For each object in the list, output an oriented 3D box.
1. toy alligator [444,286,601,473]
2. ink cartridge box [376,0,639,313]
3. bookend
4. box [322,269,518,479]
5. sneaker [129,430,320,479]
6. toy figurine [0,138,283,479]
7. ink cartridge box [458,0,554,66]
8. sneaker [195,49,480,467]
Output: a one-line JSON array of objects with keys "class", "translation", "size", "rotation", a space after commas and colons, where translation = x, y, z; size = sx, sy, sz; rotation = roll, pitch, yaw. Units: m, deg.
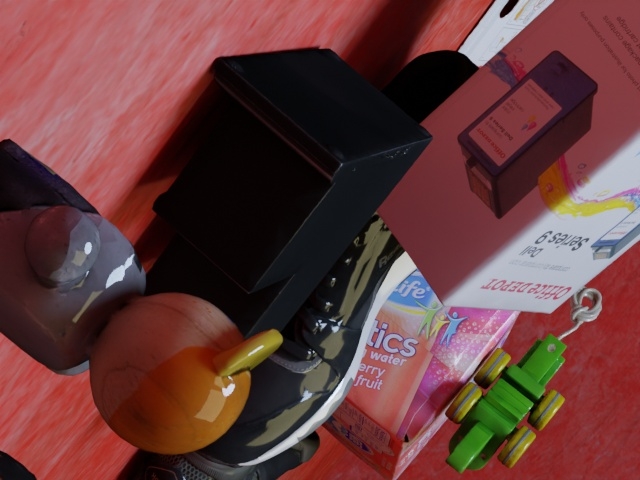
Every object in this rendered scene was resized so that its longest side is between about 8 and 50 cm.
[{"class": "toy alligator", "translation": [0.132, 0.101, 1.249], "size": [0.190, 0.056, 0.051], "rotation": [-45, 170, -39]}, {"class": "ink cartridge box", "translation": [0.148, -0.058, 1.018], "size": [0.212, 0.093, 0.154], "rotation": [-40, 158, 20]}, {"class": "bookend", "translation": [-0.038, -0.006, 0.879], "size": [0.157, 0.072, 0.156], "rotation": [-52, 171, 17]}, {"class": "box", "translation": [0.045, 0.069, 1.374], "size": [0.142, 0.154, 0.300], "rotation": [-49, 171, -9]}, {"class": "sneaker", "translation": [-0.081, 0.176, 1.423], "size": [0.130, 0.087, 0.227], "rotation": [-51, 169, 14]}, {"class": "toy figurine", "translation": [-0.128, 0.083, 0.527], "size": [0.209, 0.148, 0.213], "rotation": [-53, 171, 20]}, {"class": "ink cartridge box", "translation": [0.165, -0.188, 1.340], "size": [0.179, 0.045, 0.145], "rotation": [-1, 134, -55]}, {"class": "sneaker", "translation": [0.000, 0.000, 1.112], "size": [0.283, 0.107, 0.124], "rotation": [-52, 158, -15]}]
